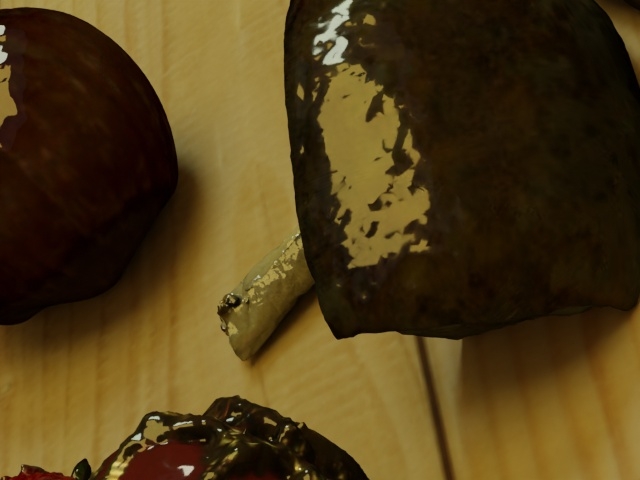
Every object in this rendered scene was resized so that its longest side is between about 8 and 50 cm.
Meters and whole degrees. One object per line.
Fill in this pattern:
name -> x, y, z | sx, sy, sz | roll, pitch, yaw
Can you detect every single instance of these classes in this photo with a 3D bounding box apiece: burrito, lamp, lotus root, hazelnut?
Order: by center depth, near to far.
lamp -> -0.076, 0.221, 0.926 | 0.177, 0.177, 0.274 | 8, 65, 46
lotus root -> 0.094, -0.081, 1.033 | 0.142, 0.210, 0.314 | -27, 54, 39
burrito -> 0.000, 0.000, 1.147 | 0.185, 0.041, 0.045 | -46, -3, 1
hazelnut -> -0.221, -0.052, 1.260 | 0.234, 0.218, 0.218 | -44, 38, -1

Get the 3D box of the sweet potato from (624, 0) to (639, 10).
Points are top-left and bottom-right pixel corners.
sweet potato -> 0.184, -0.189, 1.090 | 0.346, 0.108, 0.079 | 54, 129, 47

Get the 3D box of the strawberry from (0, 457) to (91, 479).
strawberry -> -0.183, 0.218, 1.087 | 0.140, 0.085, 0.192 | 4, 62, 42
